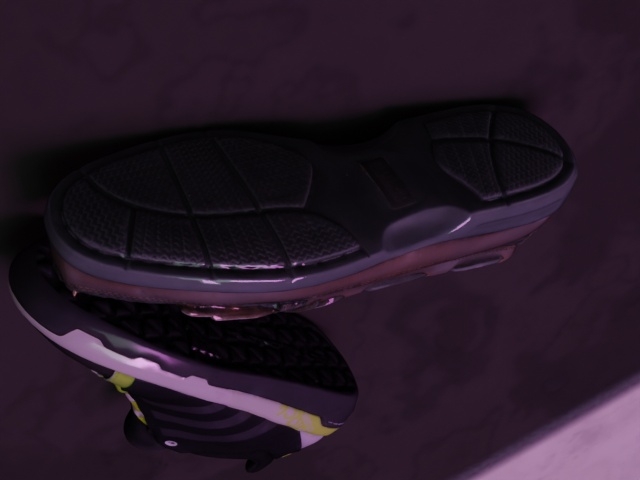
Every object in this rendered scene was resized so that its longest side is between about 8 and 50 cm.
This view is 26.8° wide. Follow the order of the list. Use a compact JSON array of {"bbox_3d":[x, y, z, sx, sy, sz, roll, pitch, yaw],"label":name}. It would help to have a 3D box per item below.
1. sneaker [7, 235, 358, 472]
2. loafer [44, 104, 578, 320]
[{"bbox_3d":[-0.075,0.076,0.685,0.097,0.084,0.234,-43,136,18],"label":"sneaker"},{"bbox_3d":[0.000,0.000,0.647,0.267,0.096,0.084,-9,141,-23],"label":"loafer"}]
